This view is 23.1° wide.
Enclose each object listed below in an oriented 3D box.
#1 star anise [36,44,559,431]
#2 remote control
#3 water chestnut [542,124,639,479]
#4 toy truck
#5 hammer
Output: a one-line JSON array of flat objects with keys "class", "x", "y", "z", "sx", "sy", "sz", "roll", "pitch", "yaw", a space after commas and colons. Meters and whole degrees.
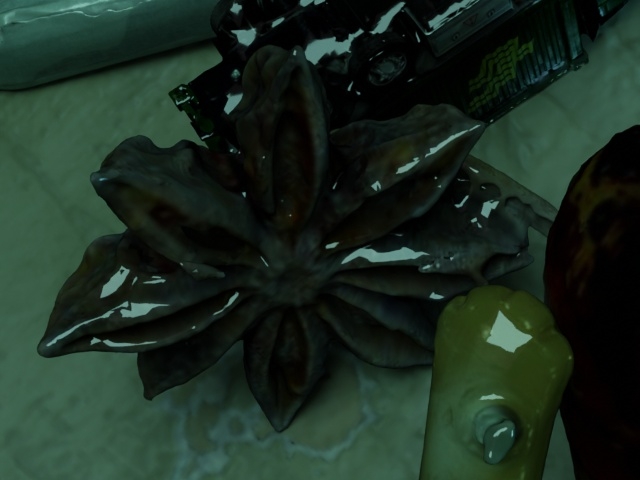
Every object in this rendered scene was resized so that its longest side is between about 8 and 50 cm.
[{"class": "star anise", "x": 0.000, "y": 0.001, "z": 0.706, "sx": 0.262, "sy": 0.230, "sz": 0.081, "roll": -9, "pitch": 40, "yaw": -10}, {"class": "remote control", "x": -0.104, "y": -0.153, "z": 0.872, "sx": 0.247, "sy": 0.052, "sz": 0.104, "roll": -14, "pitch": 64, "yaw": 13}, {"class": "water chestnut", "x": 0.230, "y": 0.041, "z": 0.593, "sx": 0.289, "sy": 0.244, "sz": 0.289, "roll": -6, "pitch": 69, "yaw": 16}, {"class": "toy truck", "x": 0.055, "y": -0.110, "z": 0.770, "sx": 0.259, "sy": 0.121, "sz": 0.088, "roll": -34, "pitch": 63, "yaw": 0}, {"class": "hammer", "x": 0.051, "y": 0.164, "z": 0.605, "sx": 0.202, "sy": 0.113, "sz": 0.305, "roll": 16, "pitch": 107, "yaw": 19}]
